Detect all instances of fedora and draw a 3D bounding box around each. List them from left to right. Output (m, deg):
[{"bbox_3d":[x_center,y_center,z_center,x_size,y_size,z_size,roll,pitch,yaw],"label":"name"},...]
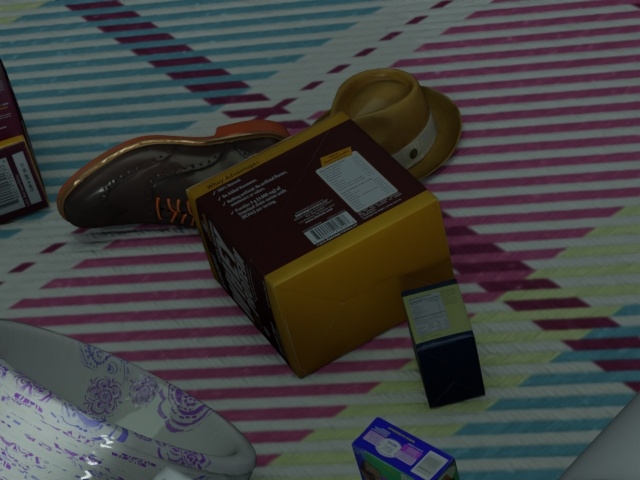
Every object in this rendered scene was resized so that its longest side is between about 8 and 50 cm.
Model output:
[{"bbox_3d":[0.062,-0.135,1.912,0.194,0.079,0.194,-9,41,8],"label":"fedora"}]

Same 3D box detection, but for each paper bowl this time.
[{"bbox_3d":[-0.211,0.192,1.499,0.284,0.284,0.148,31,98,40],"label":"paper bowl"}]

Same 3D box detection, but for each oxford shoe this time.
[{"bbox_3d":[-0.156,-0.057,1.879,0.271,0.097,0.098,-16,46,-2],"label":"oxford shoe"}]

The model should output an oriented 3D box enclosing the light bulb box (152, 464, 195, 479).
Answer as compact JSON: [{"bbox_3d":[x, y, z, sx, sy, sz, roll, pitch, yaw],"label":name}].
[{"bbox_3d":[-0.066,0.401,1.145,0.358,0.225,0.361,19,61,45],"label":"light bulb box"}]

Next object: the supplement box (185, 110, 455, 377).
[{"bbox_3d":[0.000,0.000,1.737,0.191,0.129,0.194,-28,42,-15],"label":"supplement box"}]

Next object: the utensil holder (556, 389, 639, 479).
[{"bbox_3d":[0.363,0.201,1.258,0.327,0.327,0.385,22,50,35],"label":"utensil holder"}]

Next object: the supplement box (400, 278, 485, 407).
[{"bbox_3d":[0.117,0.098,1.627,0.056,0.083,0.083,-14,41,0],"label":"supplement box"}]

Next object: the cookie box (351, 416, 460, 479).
[{"bbox_3d":[0.080,0.217,1.483,0.092,0.107,0.040,25,55,38],"label":"cookie box"}]

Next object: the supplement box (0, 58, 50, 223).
[{"bbox_3d":[-0.384,-0.117,2.004,0.081,0.104,0.188,-19,41,-6],"label":"supplement box"}]
